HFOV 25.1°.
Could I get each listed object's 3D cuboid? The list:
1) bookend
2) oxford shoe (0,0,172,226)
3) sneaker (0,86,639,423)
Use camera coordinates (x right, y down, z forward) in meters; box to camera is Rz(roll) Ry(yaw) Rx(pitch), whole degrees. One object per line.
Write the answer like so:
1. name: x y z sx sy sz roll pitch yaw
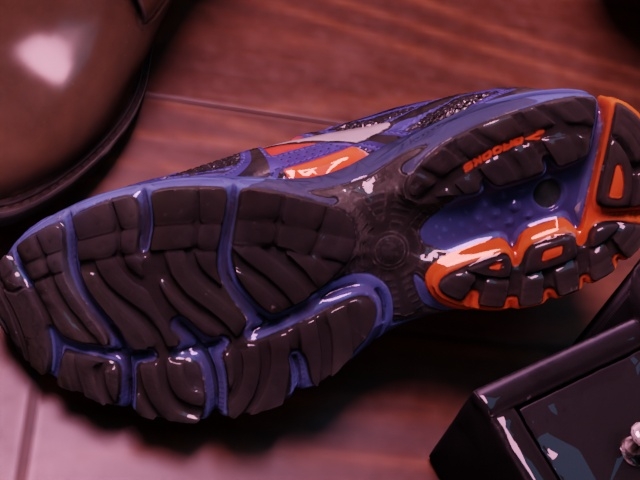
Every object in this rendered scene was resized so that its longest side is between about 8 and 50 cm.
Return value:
1. bookend: 0.073 0.108 0.442 0.156 0.072 0.157 -21 67 -22
2. oxford shoe: -0.084 -0.106 0.513 0.083 0.096 0.227 25 61 0
3. sneaker: 0.000 0.000 0.489 0.221 0.087 0.083 -12 105 -5
